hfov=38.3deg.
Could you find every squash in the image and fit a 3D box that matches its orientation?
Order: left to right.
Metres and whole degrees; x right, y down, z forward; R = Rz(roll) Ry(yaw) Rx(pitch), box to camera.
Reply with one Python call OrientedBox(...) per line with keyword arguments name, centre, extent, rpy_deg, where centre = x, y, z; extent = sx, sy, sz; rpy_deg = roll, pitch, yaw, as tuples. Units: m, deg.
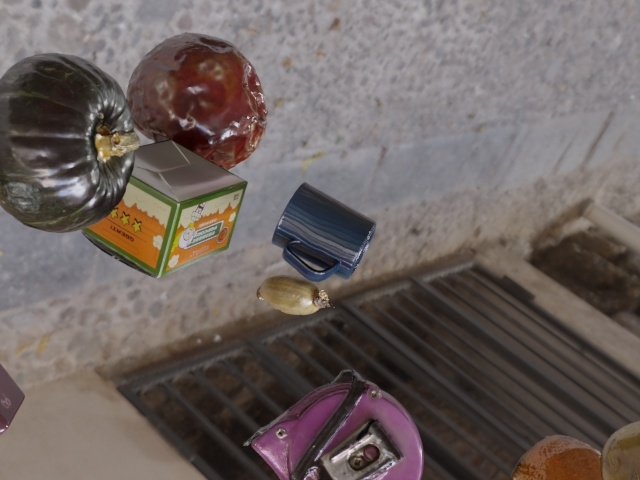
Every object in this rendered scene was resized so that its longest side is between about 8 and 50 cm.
OrientedBox(name="squash", centre=(-0.283, -0.106, 1.007), extent=(0.193, 0.155, 0.193), rpy_deg=(-35, 137, -41))

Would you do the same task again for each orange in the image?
OrientedBox(name="orange", centre=(0.453, 0.522, 1.674), extent=(0.274, 0.310, 0.274), rpy_deg=(-4, 144, -3))

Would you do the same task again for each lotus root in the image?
OrientedBox(name="lotus root", centre=(-0.044, 0.088, 1.522), extent=(0.073, 0.150, 0.062), rpy_deg=(47, 58, -47))

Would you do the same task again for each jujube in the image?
OrientedBox(name="jujube", centre=(-0.239, -0.259, 1.795), extent=(0.276, 0.276, 0.377), rpy_deg=(-47, -174, -12))

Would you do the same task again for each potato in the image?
OrientedBox(name="potato", centre=(0.424, 0.283, 1.125), extent=(0.176, 0.137, 0.137), rpy_deg=(-29, 170, 36))

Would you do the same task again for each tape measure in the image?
OrientedBox(name="tape measure", centre=(0.018, 0.172, 0.729), extent=(0.125, 0.118, 0.074), rpy_deg=(-39, 177, -1))

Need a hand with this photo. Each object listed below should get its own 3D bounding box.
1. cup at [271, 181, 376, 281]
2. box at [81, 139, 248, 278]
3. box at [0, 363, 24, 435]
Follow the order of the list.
OrientedBox(name="cup", centre=(0.001, 0.002, 1.490), extent=(0.150, 0.138, 0.113), rpy_deg=(-60, 173, -16))
OrientedBox(name="box", centre=(-0.257, -0.055, 1.515), extent=(0.195, 0.177, 0.148), rpy_deg=(-26, 141, -58))
OrientedBox(name="box", centre=(-0.666, 0.303, 1.583), extent=(0.294, 0.167, 0.193), rpy_deg=(-35, -164, 4))
